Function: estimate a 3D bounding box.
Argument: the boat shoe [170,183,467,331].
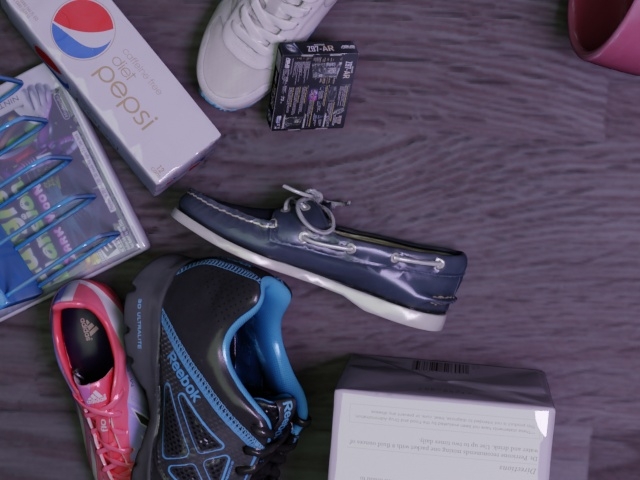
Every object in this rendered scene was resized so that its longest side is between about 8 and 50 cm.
[{"bbox_3d":[0.000,0.000,1.303,0.255,0.095,0.079,21,99,3],"label":"boat shoe"}]

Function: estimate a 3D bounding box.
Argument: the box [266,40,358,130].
[{"bbox_3d":[-0.007,-0.131,1.296,0.067,0.018,0.083,-4,136,-15],"label":"box"}]

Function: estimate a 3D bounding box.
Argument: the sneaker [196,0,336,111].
[{"bbox_3d":[-0.032,-0.209,1.290,0.087,0.092,0.228,37,99,0],"label":"sneaker"}]

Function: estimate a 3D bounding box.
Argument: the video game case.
[{"bbox_3d":[-0.269,-0.041,1.367,0.173,0.022,0.190,-26,92,8],"label":"video game case"}]

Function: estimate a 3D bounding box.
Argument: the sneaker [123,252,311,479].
[{"bbox_3d":[-0.082,0.182,1.288,0.140,0.125,0.340,0,101,37],"label":"sneaker"}]

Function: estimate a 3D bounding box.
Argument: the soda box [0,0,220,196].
[{"bbox_3d":[-0.182,-0.146,1.315,0.074,0.069,0.216,-39,89,-12],"label":"soda box"}]

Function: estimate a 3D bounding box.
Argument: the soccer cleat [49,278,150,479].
[{"bbox_3d":[-0.182,0.154,1.336,0.083,0.095,0.248,-16,93,8],"label":"soccer cleat"}]

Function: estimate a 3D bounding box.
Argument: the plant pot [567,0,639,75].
[{"bbox_3d":[0.318,-0.215,1.210,0.180,0.201,0.201,16,97,-10],"label":"plant pot"}]

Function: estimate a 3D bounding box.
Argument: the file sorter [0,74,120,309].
[{"bbox_3d":[-0.262,-0.043,1.297,0.104,0.118,0.170,-32,90,5],"label":"file sorter"}]

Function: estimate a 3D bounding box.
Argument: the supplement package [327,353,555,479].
[{"bbox_3d":[0.092,0.257,1.274,0.178,0.175,0.292,5,95,5],"label":"supplement package"}]
